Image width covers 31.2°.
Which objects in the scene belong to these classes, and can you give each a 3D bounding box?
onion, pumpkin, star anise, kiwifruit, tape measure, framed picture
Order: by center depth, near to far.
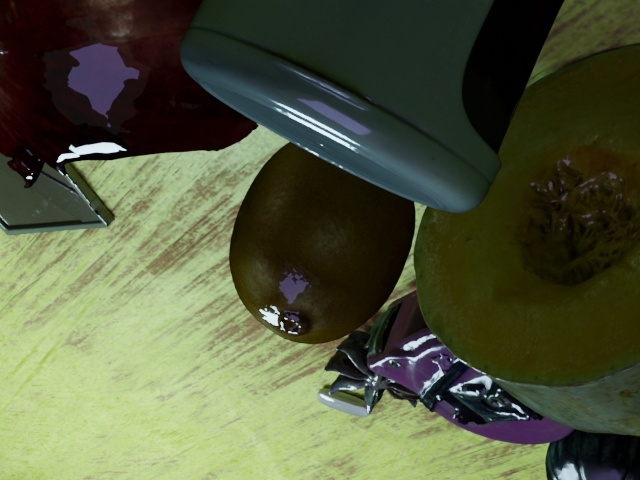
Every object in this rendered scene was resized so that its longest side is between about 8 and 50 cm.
[{"bbox_3d":[-0.168,-0.219,0.981,0.341,0.341,0.341,16,145,12],"label":"onion"},{"bbox_3d":[0.270,0.012,1.028,0.332,0.332,0.199,-9,148,38],"label":"pumpkin"},{"bbox_3d":[0.000,0.000,1.222,0.196,0.234,0.196,13,147,9],"label":"kiwifruit"},{"bbox_3d":[0.203,0.146,1.366,0.231,0.149,0.245,36,143,-14],"label":"tape measure"},{"bbox_3d":[0.387,0.304,1.475,0.202,0.140,0.202,19,145,14],"label":"pumpkin"},{"bbox_3d":[-0.429,-0.112,1.517,0.211,0.020,0.289,-3,136,34],"label":"framed picture"},{"bbox_3d":[0.095,0.173,1.543,0.180,0.061,0.205,2,142,20],"label":"star anise"}]

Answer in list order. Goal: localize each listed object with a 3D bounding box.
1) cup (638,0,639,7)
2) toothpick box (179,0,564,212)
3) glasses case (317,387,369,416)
[{"bbox_3d":[0.330,-0.211,0.793,0.202,0.173,0.255,-8,139,39],"label":"cup"},{"bbox_3d":[0.069,-0.228,0.797,0.263,0.355,0.263,28,180,0],"label":"toothpick box"},{"bbox_3d":[0.035,0.241,1.704,0.083,0.021,0.032,17,142,11],"label":"glasses case"}]
